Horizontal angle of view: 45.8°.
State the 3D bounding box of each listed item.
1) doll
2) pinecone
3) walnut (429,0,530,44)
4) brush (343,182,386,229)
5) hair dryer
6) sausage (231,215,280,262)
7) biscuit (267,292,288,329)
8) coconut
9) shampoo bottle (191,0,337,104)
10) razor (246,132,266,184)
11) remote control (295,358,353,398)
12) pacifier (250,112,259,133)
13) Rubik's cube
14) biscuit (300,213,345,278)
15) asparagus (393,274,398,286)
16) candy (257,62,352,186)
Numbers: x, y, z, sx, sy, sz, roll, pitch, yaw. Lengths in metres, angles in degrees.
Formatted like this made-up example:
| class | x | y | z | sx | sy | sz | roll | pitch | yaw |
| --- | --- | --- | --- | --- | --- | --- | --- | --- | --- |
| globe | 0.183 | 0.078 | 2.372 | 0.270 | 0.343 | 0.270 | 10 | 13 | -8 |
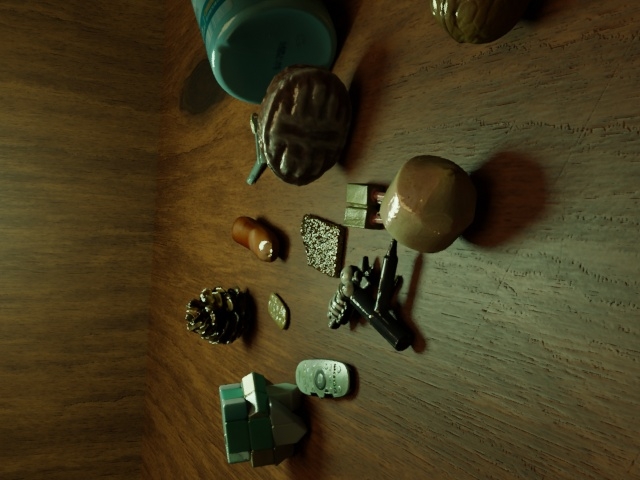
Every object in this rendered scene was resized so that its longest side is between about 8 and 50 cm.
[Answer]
| class | x | y | z | sx | sy | sz | roll | pitch | yaw |
| --- | --- | --- | --- | --- | --- | --- | --- | --- | --- |
| doll | 0.064 | 0.123 | 1.727 | 0.219 | 0.067 | 0.091 | 121 | 154 | -42 |
| pinecone | -0.323 | 0.231 | 2.387 | 0.179 | 0.204 | 0.184 | -50 | 41 | 25 |
| walnut | 0.267 | -0.421 | 1.239 | 0.207 | 0.167 | 0.167 | -68 | 31 | 32 |
| brush | 0.124 | -0.071 | 1.640 | 0.233 | 0.047 | 0.103 | -167 | 81 | -64 |
| hair dryer | 0.145 | 0.101 | 1.548 | 0.173 | 0.050 | 0.195 | 44 | 127 | 42 |
| sausage | -0.190 | -0.009 | 2.270 | 0.300 | 0.083 | 0.089 | 30 | 108 | 59 |
| biscuit | -0.122 | 0.202 | 2.174 | 0.147 | 0.018 | 0.071 | 44 | 126 | 57 |
| coconut | 0.198 | -0.074 | 1.354 | 0.183 | 0.170 | 0.171 | 120 | 144 | -49 |
| shampoo bottle | -0.150 | -0.577 | 1.953 | 0.331 | 0.331 | 0.343 | -61 | 37 | 43 |
| razor | -0.187 | -0.235 | 2.326 | 0.232 | 0.068 | 0.106 | 130 | 138 | -62 |
| remote control | 0.009 | 0.337 | 1.850 | 0.256 | 0.045 | 0.097 | -9 | 80 | 61 |
| pacifier | -0.181 | -0.357 | 2.334 | 0.064 | 0.068 | 0.083 | -12 | 95 | 30 |
| Rubik's cube | -0.155 | 0.466 | 2.014 | 0.224 | 0.213 | 0.265 | -144 | 48 | -77 |
| biscuit | -0.004 | 0.010 | 1.930 | 0.237 | 0.026 | 0.131 | 23 | 107 | 63 |
| asparagus | 0.141 | 0.110 | 1.615 | 0.025 | 0.021 | 0.108 | -113 | 35 | -45 |
| candy | -0.042 | -0.283 | 1.823 | 0.157 | 0.214 | 0.290 | -120 | 40 | -58 |
